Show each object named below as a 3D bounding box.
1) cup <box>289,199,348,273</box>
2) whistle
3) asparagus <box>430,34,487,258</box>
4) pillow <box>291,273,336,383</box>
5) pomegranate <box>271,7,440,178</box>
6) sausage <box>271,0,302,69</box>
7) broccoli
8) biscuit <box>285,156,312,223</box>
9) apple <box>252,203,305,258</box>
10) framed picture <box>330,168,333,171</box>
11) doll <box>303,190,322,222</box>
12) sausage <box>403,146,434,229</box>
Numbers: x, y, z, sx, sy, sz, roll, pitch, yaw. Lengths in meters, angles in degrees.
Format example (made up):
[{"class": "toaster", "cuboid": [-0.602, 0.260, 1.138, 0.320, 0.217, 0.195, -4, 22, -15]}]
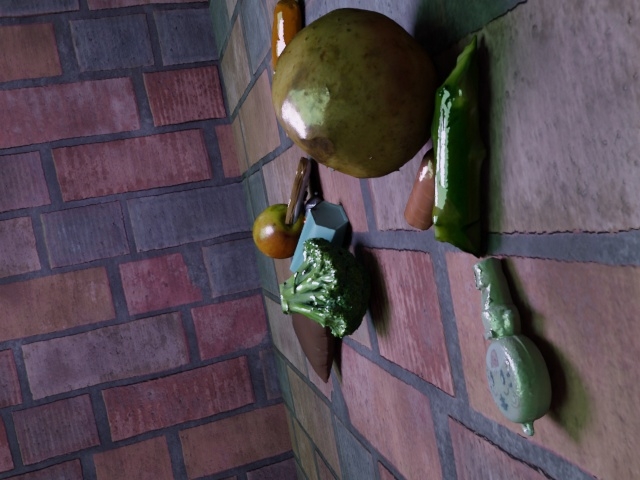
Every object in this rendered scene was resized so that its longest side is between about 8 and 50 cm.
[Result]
[{"class": "cup", "cuboid": [0.000, 0.000, 1.625, 0.148, 0.134, 0.236, 36, 140, 18]}, {"class": "whistle", "cuboid": [0.277, 0.151, 0.835, 0.126, 0.067, 0.258, 105, 155, -70]}, {"class": "asparagus", "cuboid": [0.207, -0.126, 0.860, 0.082, 0.085, 0.343, -76, -20, -65]}, {"class": "pillow", "cuboid": [-0.024, 0.276, 1.944, 0.305, 0.108, 0.308, -121, 25, -49]}, {"class": "pomegranate", "cuboid": [0.057, -0.240, 0.937, 0.281, 0.281, 0.281, 169, 90, -75]}, {"class": "sausage", "cuboid": [-0.096, -0.568, 1.630, 0.098, 0.098, 0.238, -117, 23, -47]}, {"class": "broccoli", "cuboid": [0.012, 0.124, 1.464, 0.261, 0.241, 0.269, 81, 179, -73]}, {"class": "biscuit", "cuboid": [-0.065, -0.148, 1.773, 0.181, 0.049, 0.208, 102, 180, -76]}, {"class": "apple", "cuboid": [-0.135, -0.035, 1.975, 0.196, 0.196, 0.196, 169, 90, -75]}, {"class": "framed picture", "cuboid": [0.038, -0.273, 1.504, 0.183, 0.011, 0.142, 142, 116, -74]}, {"class": "doll", "cuboid": [-0.025, -0.092, 1.775, 0.104, 0.062, 0.195, -60, 2, -12]}, {"class": "sausage", "cuboid": [0.192, -0.094, 0.978, 0.169, 0.065, 0.065, 99, 155, -51]}]
